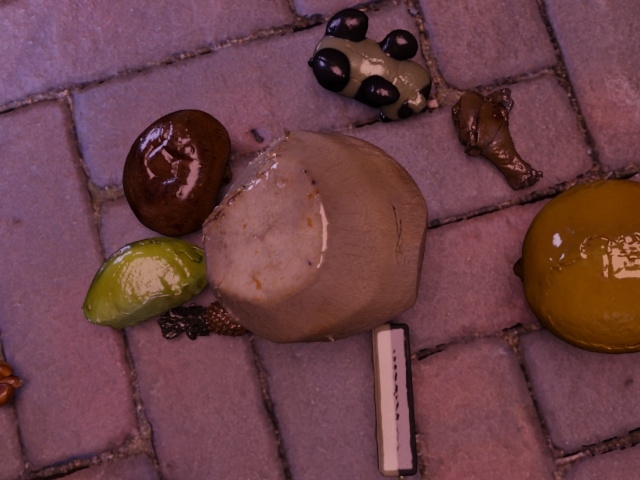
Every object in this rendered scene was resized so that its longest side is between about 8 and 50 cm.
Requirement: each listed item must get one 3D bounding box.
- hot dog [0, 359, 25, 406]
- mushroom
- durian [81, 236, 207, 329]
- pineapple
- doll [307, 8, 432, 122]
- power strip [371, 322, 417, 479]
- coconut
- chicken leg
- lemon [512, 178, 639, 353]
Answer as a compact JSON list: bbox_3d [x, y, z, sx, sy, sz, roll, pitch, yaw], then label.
[{"bbox_3d":[-0.629,0.255,1.505,0.235,0.062,0.092,-3,80,5],"label":"hot dog"},{"bbox_3d":[-0.258,-0.124,1.511,0.194,0.138,0.231,6,80,5],"label":"mushroom"},{"bbox_3d":[-0.297,0.068,1.499,0.250,0.101,0.139,-27,80,-4],"label":"durian"},{"bbox_3d":[-0.203,0.139,1.500,0.159,0.074,0.074,-7,80,9],"label":"pineapple"},{"bbox_3d":[0.092,-0.301,1.527,0.234,0.135,0.144,23,76,3],"label":"doll"},{"bbox_3d":[0.120,0.268,1.436,0.070,0.105,0.257,-4,80,4],"label":"power strip"},{"bbox_3d":[0.000,0.000,1.386,0.346,0.360,0.346,-3,84,32],"label":"coconut"},{"bbox_3d":[0.306,-0.177,1.521,0.125,0.080,0.196,-18,80,-13],"label":"chicken leg"},{"bbox_3d":[0.468,0.041,1.366,0.297,0.297,0.297,-1,80,3],"label":"lemon"}]
